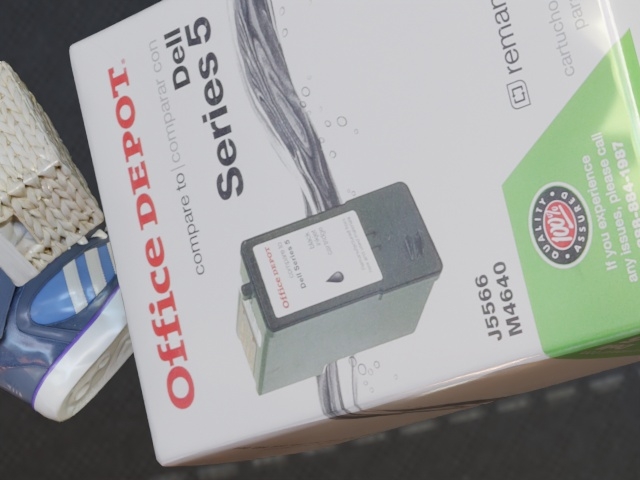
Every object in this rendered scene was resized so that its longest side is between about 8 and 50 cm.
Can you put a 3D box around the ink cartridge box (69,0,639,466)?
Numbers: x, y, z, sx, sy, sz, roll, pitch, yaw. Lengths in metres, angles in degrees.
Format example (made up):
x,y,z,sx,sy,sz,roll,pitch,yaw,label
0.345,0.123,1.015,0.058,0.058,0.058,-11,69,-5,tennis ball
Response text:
x,y,z,sx,sy,sz,roll,pitch,yaw,label
0.040,-0.030,0.800,0.273,0.198,0.115,-20,168,38,ink cartridge box

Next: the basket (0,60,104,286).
x,y,z,sx,sy,sz,roll,pitch,yaw,label
-0.279,-0.064,1.732,0.103,0.167,0.113,-32,141,-1,basket

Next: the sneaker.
x,y,z,sx,sy,sz,roll,pitch,yaw,label
-0.281,0.021,2.134,0.323,0.236,0.130,-50,164,-16,sneaker
